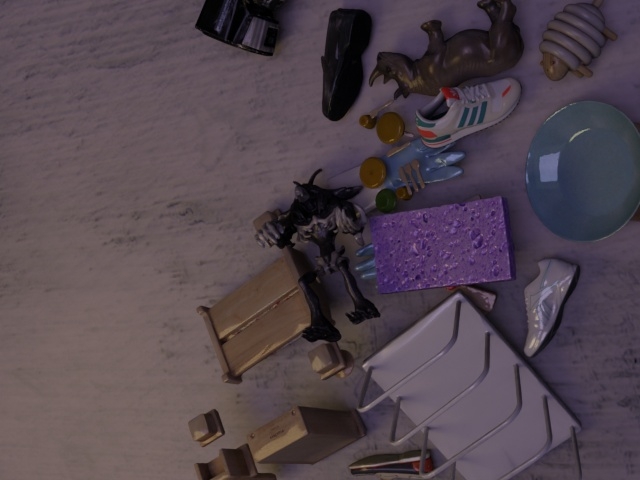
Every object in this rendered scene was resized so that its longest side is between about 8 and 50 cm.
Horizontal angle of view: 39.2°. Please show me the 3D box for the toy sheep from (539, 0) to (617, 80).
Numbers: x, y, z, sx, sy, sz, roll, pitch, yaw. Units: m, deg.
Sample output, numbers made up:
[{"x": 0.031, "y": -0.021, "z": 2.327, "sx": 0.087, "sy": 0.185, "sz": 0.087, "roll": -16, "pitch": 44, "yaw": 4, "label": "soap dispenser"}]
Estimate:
[{"x": 0.349, "y": -0.277, "z": 1.225, "sx": 0.091, "sy": 0.091, "sz": 0.132, "roll": 33, "pitch": 94, "yaw": 13, "label": "toy sheep"}]

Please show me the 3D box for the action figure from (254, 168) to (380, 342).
[{"x": 0.000, "y": 0.000, "z": 1.316, "sx": 0.164, "sy": 0.141, "sz": 0.275, "roll": -20, "pitch": 65, "yaw": 8, "label": "action figure"}]

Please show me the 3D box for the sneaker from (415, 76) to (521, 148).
[{"x": 0.207, "y": -0.193, "z": 1.273, "sx": 0.161, "sy": 0.075, "sz": 0.057, "roll": -26, "pitch": 53, "yaw": 9, "label": "sneaker"}]

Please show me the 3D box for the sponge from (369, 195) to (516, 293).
[{"x": 0.171, "y": 0.009, "z": 1.284, "sx": 0.210, "sy": 0.031, "sz": 0.117, "roll": -9, "pitch": 83, "yaw": 31, "label": "sponge"}]

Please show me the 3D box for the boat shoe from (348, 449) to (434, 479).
[{"x": 0.112, "y": 0.362, "z": 1.422, "sx": 0.137, "sy": 0.049, "sz": 0.043, "roll": -11, "pitch": 96, "yaw": 17, "label": "boat shoe"}]

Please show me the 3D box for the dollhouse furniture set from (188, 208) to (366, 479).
[{"x": -0.088, "y": 0.186, "z": 1.468, "sx": 0.303, "sy": 0.174, "sz": 0.355, "roll": -34, "pitch": 62, "yaw": 20, "label": "dollhouse furniture set"}]

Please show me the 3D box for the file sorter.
[{"x": 0.210, "y": 0.252, "z": 1.272, "sx": 0.193, "sy": 0.173, "sz": 0.277, "roll": -40, "pitch": 96, "yaw": 20, "label": "file sorter"}]

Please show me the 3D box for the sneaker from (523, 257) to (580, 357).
[{"x": 0.323, "y": 0.096, "z": 1.307, "sx": 0.061, "sy": 0.054, "sz": 0.152, "roll": 24, "pitch": 99, "yaw": 25, "label": "sneaker"}]

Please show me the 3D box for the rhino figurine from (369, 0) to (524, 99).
[{"x": 0.177, "y": -0.266, "z": 1.294, "sx": 0.243, "sy": 0.073, "sz": 0.106, "roll": -18, "pitch": 99, "yaw": 25, "label": "rhino figurine"}]

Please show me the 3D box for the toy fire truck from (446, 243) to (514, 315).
[{"x": 0.217, "y": 0.069, "z": 1.340, "sx": 0.192, "sy": 0.047, "sz": 0.135, "roll": -32, "pitch": 86, "yaw": 21, "label": "toy fire truck"}]

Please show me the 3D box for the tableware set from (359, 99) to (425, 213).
[{"x": 0.099, "y": -0.124, "z": 1.342, "sx": 0.104, "sy": 0.024, "sz": 0.154, "roll": -29, "pitch": 74, "yaw": 33, "label": "tableware set"}]

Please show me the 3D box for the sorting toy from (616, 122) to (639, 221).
[{"x": 0.479, "y": -0.097, "z": 1.219, "sx": 0.132, "sy": 0.046, "sz": 0.274, "roll": 8, "pitch": 99, "yaw": 20, "label": "sorting toy"}]

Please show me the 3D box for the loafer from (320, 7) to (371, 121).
[{"x": 0.029, "y": -0.267, "z": 1.363, "sx": 0.061, "sy": 0.062, "sz": 0.170, "roll": 23, "pitch": 102, "yaw": 39, "label": "loafer"}]

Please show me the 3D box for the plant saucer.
[{"x": 0.371, "y": -0.094, "z": 1.238, "sx": 0.195, "sy": 0.037, "sz": 0.195, "roll": 3, "pitch": 93, "yaw": 51, "label": "plant saucer"}]

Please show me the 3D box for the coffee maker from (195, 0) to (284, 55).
[{"x": -0.117, "y": -0.390, "z": 1.375, "sx": 0.171, "sy": 0.120, "sz": 0.178, "roll": 35, "pitch": 108, "yaw": 37, "label": "coffee maker"}]

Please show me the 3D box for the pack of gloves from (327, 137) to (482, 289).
[{"x": 0.138, "y": -0.042, "z": 1.352, "sx": 0.232, "sy": 0.046, "sz": 0.195, "roll": -23, "pitch": 77, "yaw": 29, "label": "pack of gloves"}]
